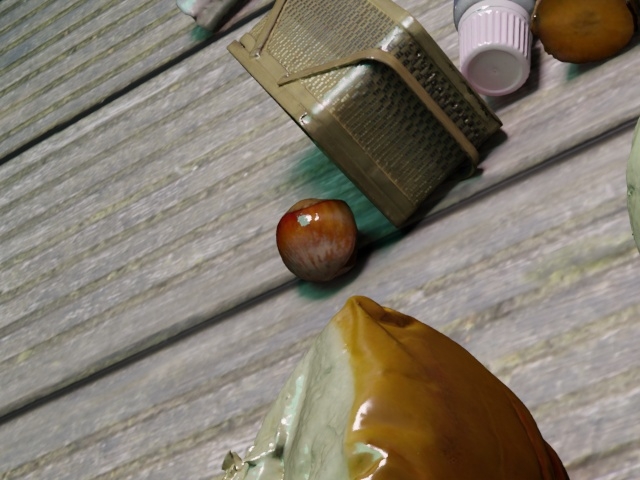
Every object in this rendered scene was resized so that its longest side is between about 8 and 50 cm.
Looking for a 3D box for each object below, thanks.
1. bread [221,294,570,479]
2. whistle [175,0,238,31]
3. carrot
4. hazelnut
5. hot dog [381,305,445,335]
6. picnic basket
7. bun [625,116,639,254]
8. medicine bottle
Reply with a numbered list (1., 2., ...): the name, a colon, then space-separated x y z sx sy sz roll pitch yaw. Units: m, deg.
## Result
1. bread: 0.048 0.196 1.105 0.225 0.250 0.279 -35 30 23
2. whistle: -0.046 -0.404 2.063 0.142 0.133 0.346 44 102 19
3. carrot: 0.258 -0.271 1.579 0.102 0.102 0.263 -23 31 32
4. hazelnut: 0.000 0.000 1.570 0.086 0.086 0.086 -31 34 23
5. hot dog: 0.065 0.090 1.416 0.062 0.038 0.144 -51 33 -15
6. picnic basket: 0.040 -0.145 1.599 0.139 0.165 0.267 -43 31 2
7. bun: 0.329 -0.086 1.166 0.293 0.187 0.293 -28 37 23
8. medicine bottle: 0.168 -0.225 1.619 0.083 0.083 0.203 -27 34 27
